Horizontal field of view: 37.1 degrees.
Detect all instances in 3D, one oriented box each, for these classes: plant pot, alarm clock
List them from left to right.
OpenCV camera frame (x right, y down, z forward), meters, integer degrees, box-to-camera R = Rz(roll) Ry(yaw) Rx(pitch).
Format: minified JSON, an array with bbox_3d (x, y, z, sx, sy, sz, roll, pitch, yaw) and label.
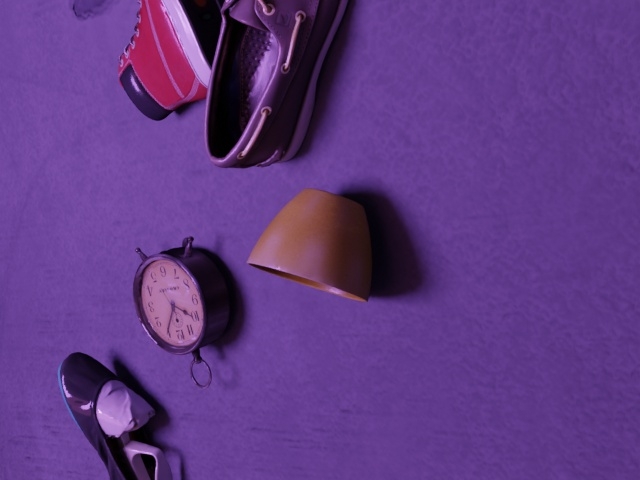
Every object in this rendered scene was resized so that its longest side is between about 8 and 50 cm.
[{"bbox_3d":[-0.167,0.093,1.199,0.129,0.064,0.192,-9,94,40],"label":"alarm clock"},{"bbox_3d":[0.000,0.000,1.011,0.134,0.134,0.095,13,82,36],"label":"plant pot"}]

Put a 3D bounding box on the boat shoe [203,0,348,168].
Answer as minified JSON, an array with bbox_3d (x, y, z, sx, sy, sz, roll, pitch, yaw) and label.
[{"bbox_3d":[-0.052,-0.226,0.997,0.117,0.097,0.324,30,119,29],"label":"boat shoe"}]

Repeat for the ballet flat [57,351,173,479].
[{"bbox_3d":[-0.262,0.274,1.315,0.096,0.095,0.280,-16,102,31],"label":"ballet flat"}]

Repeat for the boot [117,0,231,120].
[{"bbox_3d":[-0.201,-0.269,1.116,0.176,0.088,0.244,-15,96,42],"label":"boot"}]
